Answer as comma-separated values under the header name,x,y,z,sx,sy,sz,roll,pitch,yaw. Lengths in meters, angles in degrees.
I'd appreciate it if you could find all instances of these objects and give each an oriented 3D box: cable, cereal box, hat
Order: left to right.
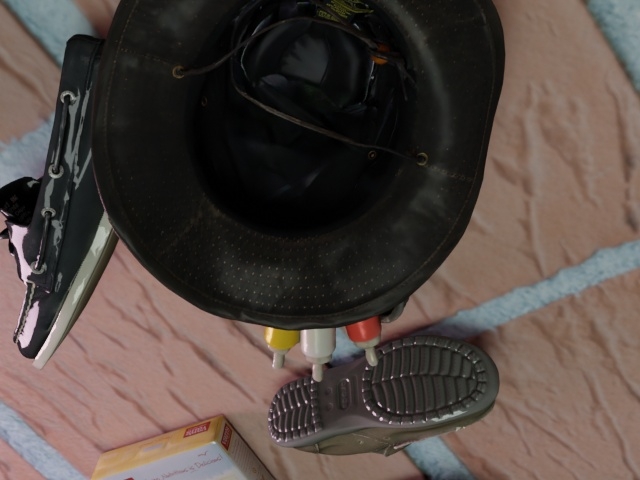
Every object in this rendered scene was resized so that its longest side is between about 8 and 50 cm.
name,x,y,z,sx,sy,sz,roll,pitch,yaw
cereal box,-0.121,0.311,1.289,0.173,0.047,0.240,-21,119,23
hat,-0.023,-0.104,0.892,0.331,0.134,0.331,-2,104,-9
cable,0.000,0.000,1.018,0.139,0.072,0.287,-5,125,10

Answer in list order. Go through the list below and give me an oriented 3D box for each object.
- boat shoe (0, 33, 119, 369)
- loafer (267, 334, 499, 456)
name,x,y,z,sx,sy,sz,roll,pitch,yaw
boat shoe,-0.228,-0.032,1.005,0.113,0.127,0.340,25,125,-6
loafer,0.068,0.159,1.125,0.251,0.094,0.087,-15,147,32
